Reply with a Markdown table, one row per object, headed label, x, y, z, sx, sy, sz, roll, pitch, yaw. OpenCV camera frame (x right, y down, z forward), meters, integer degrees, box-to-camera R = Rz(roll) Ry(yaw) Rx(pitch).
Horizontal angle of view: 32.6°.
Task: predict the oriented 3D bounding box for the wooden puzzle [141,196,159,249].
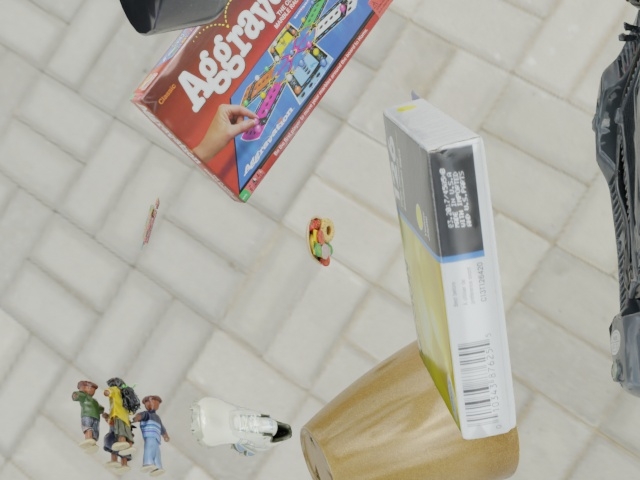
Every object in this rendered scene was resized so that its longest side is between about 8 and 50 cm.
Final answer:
| label | x | y | z | sx | sy | sz | roll | pitch | yaw |
| --- | --- | --- | --- | --- | --- | --- | --- | --- | --- |
| wooden puzzle | -0.252 | -0.025 | 1.609 | 0.006 | 0.049 | 0.083 | 15 | 99 | -16 |

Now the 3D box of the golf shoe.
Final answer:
| label | x | y | z | sx | sy | sz | roll | pitch | yaw |
| --- | --- | --- | --- | --- | --- | --- | --- | --- | --- |
| golf shoe | -0.102 | 0.236 | 1.425 | 0.086 | 0.176 | 0.069 | -13 | 69 | 24 |

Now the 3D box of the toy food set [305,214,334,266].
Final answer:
| label | x | y | z | sx | sy | sz | roll | pitch | yaw |
| --- | --- | --- | --- | --- | --- | --- | --- | --- | --- |
| toy food set | 0.000 | 0.000 | 1.779 | 0.020 | 0.083 | 0.083 | -7 | 77 | 24 |

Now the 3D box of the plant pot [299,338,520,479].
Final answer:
| label | x | y | z | sx | sy | sz | roll | pitch | yaw |
| --- | --- | --- | --- | --- | --- | --- | --- | --- | --- |
| plant pot | 0.109 | 0.270 | 1.539 | 0.254 | 0.237 | 0.237 | -19 | 67 | -19 |

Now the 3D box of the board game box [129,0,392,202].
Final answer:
| label | x | y | z | sx | sy | sz | roll | pitch | yaw |
| --- | --- | --- | --- | --- | --- | --- | --- | --- | --- |
| board game box | -0.042 | -0.189 | 1.022 | 0.027 | 0.145 | 0.281 | 11 | 61 | 55 |

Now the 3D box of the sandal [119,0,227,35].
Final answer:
| label | x | y | z | sx | sy | sz | roll | pitch | yaw |
| --- | --- | --- | --- | --- | --- | --- | --- | --- | --- |
| sandal | -0.088 | -0.190 | 0.352 | 0.054 | 0.097 | 0.255 | -14 | 80 | -20 |

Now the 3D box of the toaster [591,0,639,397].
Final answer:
| label | x | y | z | sx | sy | sz | roll | pitch | yaw |
| --- | --- | --- | --- | --- | --- | --- | --- | --- | --- |
| toaster | 0.202 | -0.033 | 0.466 | 0.146 | 0.129 | 0.227 | 5 | 53 | 1 |

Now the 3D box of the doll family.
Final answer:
| label | x | y | z | sx | sy | sz | roll | pitch | yaw |
| --- | --- | --- | --- | --- | --- | --- | --- | --- | --- |
| doll family | -0.257 | 0.237 | 1.435 | 0.076 | 0.193 | 0.111 | -16 | 56 | 5 |

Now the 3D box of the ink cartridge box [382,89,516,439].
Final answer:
| label | x | y | z | sx | sy | sz | roll | pitch | yaw |
| --- | --- | --- | --- | --- | --- | --- | --- | --- | --- |
| ink cartridge box | 0.126 | 0.010 | 1.185 | 0.072 | 0.307 | 0.304 | -12 | 107 | -6 |
